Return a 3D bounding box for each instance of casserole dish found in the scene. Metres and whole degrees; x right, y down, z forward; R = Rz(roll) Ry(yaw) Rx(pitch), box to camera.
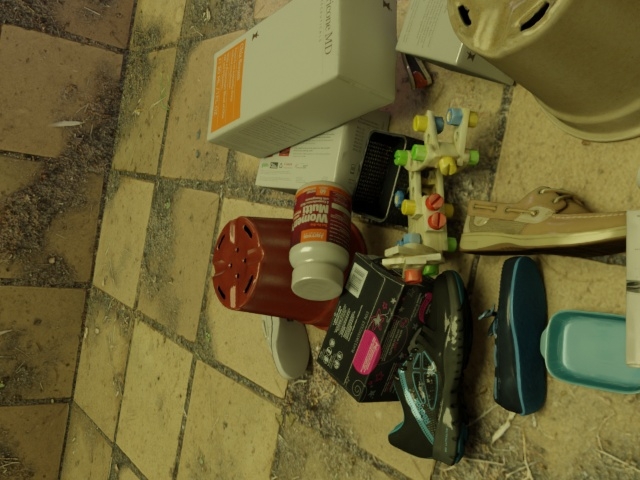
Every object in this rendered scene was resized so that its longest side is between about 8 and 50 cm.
[{"bbox_3d":[0.423,0.166,0.997,0.188,0.036,0.114,1,84,51],"label":"casserole dish"}]

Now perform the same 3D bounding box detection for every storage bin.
[{"bbox_3d":[0.147,-0.129,1.366,0.122,0.084,0.180,24,104,51],"label":"storage bin"}]

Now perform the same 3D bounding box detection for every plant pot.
[{"bbox_3d":[-0.081,0.062,1.476,0.272,0.264,0.273,-12,75,51],"label":"plant pot"},{"bbox_3d":[0.360,-0.336,0.949,0.333,0.305,0.334,-13,73,51],"label":"plant pot"}]

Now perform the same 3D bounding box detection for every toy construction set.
[{"bbox_3d":[0.200,-0.063,1.200,0.215,0.151,0.328,131,155,-69],"label":"toy construction set"}]

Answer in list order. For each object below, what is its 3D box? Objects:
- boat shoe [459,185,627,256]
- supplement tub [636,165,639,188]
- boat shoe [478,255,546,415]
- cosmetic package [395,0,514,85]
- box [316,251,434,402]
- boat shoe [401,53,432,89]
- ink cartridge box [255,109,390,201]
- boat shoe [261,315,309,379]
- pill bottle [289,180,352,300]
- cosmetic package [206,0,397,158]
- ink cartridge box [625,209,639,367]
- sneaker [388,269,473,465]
[{"bbox_3d":[0.356,-0.034,1.049,0.341,0.121,0.110,-3,80,54],"label":"boat shoe"},{"bbox_3d":[0.504,-0.084,0.910,0.107,0.071,0.071,36,112,49],"label":"supplement tub"},{"bbox_3d":[0.308,0.154,1.092,0.089,0.108,0.259,-5,77,55],"label":"boat shoe"},{"bbox_3d":[0.265,-0.386,1.199,0.183,0.151,0.151,38,114,51],"label":"cosmetic package"},{"bbox_3d":[0.122,0.170,1.298,0.163,0.142,0.248,35,110,50],"label":"box"},{"bbox_3d":[0.196,-0.375,1.383,0.043,0.049,0.137,-15,63,5],"label":"boat shoe"},{"bbox_3d":[0.005,-0.240,1.530,0.309,0.130,0.272,11,90,52],"label":"ink cartridge box"},{"bbox_3d":[-0.099,0.222,1.613,0.088,0.096,0.268,-46,49,42],"label":"boat shoe"},{"bbox_3d":[0.000,0.000,1.329,0.121,0.121,0.221,-32,44,45],"label":"pill bottle"},{"bbox_3d":[-0.053,-0.350,1.401,0.453,0.161,0.230,-14,69,48],"label":"cosmetic package"},{"bbox_3d":[0.471,0.066,0.862,0.085,0.148,0.203,-4,81,50],"label":"ink cartridge box"},{"bbox_3d":[0.194,0.220,1.176,0.139,0.125,0.341,4,85,23],"label":"sneaker"}]
